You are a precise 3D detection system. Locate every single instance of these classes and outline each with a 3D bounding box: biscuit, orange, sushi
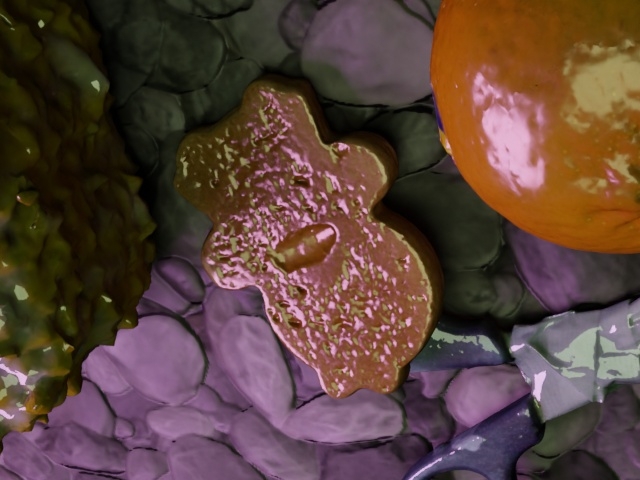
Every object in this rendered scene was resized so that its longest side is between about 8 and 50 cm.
[{"bbox_3d":[0.000,0.000,1.210,0.166,0.036,0.225,-37,93,26],"label":"biscuit"},{"bbox_3d":[0.170,-0.097,1.027,0.219,0.193,0.219,0,111,0],"label":"orange"},{"bbox_3d":[-0.320,-0.002,1.203,0.396,0.240,0.351,-12,114,20],"label":"sushi"}]

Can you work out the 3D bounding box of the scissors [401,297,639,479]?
[{"bbox_3d":[0.182,0.083,1.216,0.383,0.029,0.256,-18,107,23],"label":"scissors"}]
